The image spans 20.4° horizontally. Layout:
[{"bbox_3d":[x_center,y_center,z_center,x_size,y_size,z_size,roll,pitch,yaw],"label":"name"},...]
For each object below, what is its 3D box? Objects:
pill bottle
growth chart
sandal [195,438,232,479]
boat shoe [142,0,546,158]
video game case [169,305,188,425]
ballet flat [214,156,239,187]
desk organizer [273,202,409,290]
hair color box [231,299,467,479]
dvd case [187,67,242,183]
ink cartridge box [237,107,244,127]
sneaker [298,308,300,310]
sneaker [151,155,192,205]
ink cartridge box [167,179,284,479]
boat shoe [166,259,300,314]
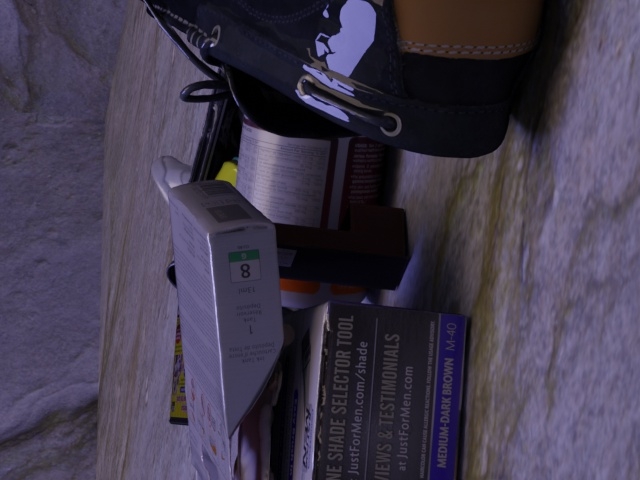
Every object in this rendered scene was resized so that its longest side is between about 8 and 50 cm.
[{"bbox_3d":[-0.008,-0.061,1.476,0.121,0.121,0.221,-134,51,-75],"label":"pill bottle"},{"bbox_3d":[-0.048,0.191,1.293,0.172,0.021,0.237,133,140,-72],"label":"growth chart"},{"bbox_3d":[-0.078,0.265,1.751,0.076,0.102,0.265,96,174,-71],"label":"sandal"},{"bbox_3d":[-0.015,-0.152,1.259,0.500,0.187,0.156,21,114,59],"label":"boat shoe"},{"bbox_3d":[-0.153,0.117,2.310,0.275,0.035,0.248,159,116,-76],"label":"video game case"},{"bbox_3d":[-0.086,-0.035,1.885,0.077,0.077,0.231,-50,0,-2],"label":"ballet flat"},{"bbox_3d":[0.000,0.000,1.392,0.047,0.130,0.050,110,163,-52],"label":"desk organizer"},{"bbox_3d":[0.010,0.149,1.343,0.339,0.110,0.185,156,119,-78],"label":"hair color box"},{"bbox_3d":[-0.101,-0.127,1.966,0.221,0.018,0.164,-1,-73,-83],"label":"dvd case"},{"bbox_3d":[-0.026,-0.215,1.778,0.239,0.060,0.275,-113,30,-65],"label":"ink cartridge box"},{"bbox_3d":[-0.047,0.052,1.712,0.118,0.083,0.222,161,114,-76],"label":"sneaker"},{"bbox_3d":[-0.138,-0.057,2.185,0.080,0.094,0.212,50,-179,-37],"label":"sneaker"},{"bbox_3d":[-0.065,0.080,1.292,0.181,0.056,0.224,-140,43,-72],"label":"ink cartridge box"},{"bbox_3d":[-0.069,0.079,1.648,0.206,0.065,0.075,46,128,32],"label":"boat shoe"}]
